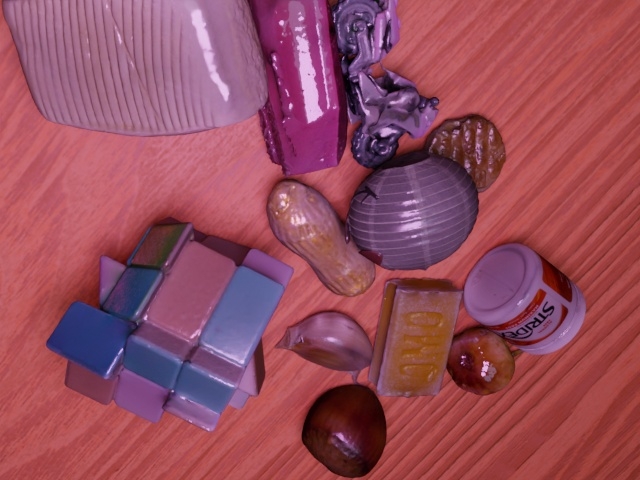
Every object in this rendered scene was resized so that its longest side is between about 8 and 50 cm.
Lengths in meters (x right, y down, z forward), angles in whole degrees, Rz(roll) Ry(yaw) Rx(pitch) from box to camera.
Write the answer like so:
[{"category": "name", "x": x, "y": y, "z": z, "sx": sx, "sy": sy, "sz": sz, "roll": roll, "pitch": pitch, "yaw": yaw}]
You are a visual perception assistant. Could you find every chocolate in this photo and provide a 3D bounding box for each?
[{"category": "chocolate", "x": 0.000, "y": 0.000, "z": 1.085, "sx": 0.134, "sy": 0.134, "sz": 0.309, "roll": -40, "pitch": 118, "yaw": 3}]

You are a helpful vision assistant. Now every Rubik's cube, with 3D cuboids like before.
[{"category": "Rubik's cube", "x": -0.245, "y": 0.144, "z": 0.961, "sx": 0.359, "sy": 0.368, "sz": 0.387, "roll": 26, "pitch": 103, "yaw": -3}]

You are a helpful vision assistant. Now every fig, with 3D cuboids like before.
[{"category": "fig", "x": 0.425, "y": 0.285, "z": 1.305, "sx": 0.257, "sy": 0.159, "sz": 0.159, "roll": 0, "pitch": 111, "yaw": -37}]

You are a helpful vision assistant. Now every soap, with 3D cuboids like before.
[{"category": "soap", "x": -0.049, "y": -0.280, "z": 0.923, "sx": 0.128, "sy": 0.220, "sz": 0.324, "roll": -20, "pitch": 113, "yaw": -16}, {"category": "soap", "x": 0.221, "y": 0.226, "z": 1.244, "sx": 0.174, "sy": 0.089, "sz": 0.273, "roll": 3, "pitch": 108, "yaw": -15}]

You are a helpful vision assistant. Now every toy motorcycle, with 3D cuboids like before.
[{"category": "toy motorcycle", "x": 0.123, "y": -0.296, "z": 0.989, "sx": 0.188, "sy": 0.143, "sz": 0.326, "roll": -21, "pitch": 124, "yaw": -9}]

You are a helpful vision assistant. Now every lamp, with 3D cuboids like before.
[{"category": "lamp", "x": 0.178, "y": -0.049, "z": 1.031, "sx": 0.265, "sy": 0.233, "sz": 0.233, "roll": -27, "pitch": 118, "yaw": -35}]

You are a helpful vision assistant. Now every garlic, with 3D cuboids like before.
[{"category": "garlic", "x": 0.055, "y": 0.251, "z": 1.213, "sx": 0.267, "sy": 0.148, "sz": 0.128, "roll": 38, "pitch": 61, "yaw": -19}]

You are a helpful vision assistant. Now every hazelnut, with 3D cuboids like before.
[{"category": "hazelnut", "x": 0.066, "y": 0.437, "z": 1.241, "sx": 0.208, "sy": 0.208, "sz": 0.208, "roll": -5, "pitch": 111, "yaw": -12}]

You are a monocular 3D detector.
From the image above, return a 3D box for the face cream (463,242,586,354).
[{"category": "face cream", "x": 0.456, "y": 0.131, "z": 1.204, "sx": 0.187, "sy": 0.201, "sz": 0.201, "roll": 33, "pitch": 99, "yaw": -23}]

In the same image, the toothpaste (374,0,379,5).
[{"category": "toothpaste", "x": 0.099, "y": -0.470, "z": 0.977, "sx": 0.037, "sy": 0.043, "sz": 0.178, "roll": 7, "pitch": 108, "yaw": -19}]

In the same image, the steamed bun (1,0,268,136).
[{"category": "steamed bun", "x": -0.261, "y": -0.302, "z": 0.832, "sx": 0.384, "sy": 0.236, "sz": 0.246, "roll": 4, "pitch": 124, "yaw": 20}]

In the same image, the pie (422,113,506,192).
[{"category": "pie", "x": 0.303, "y": -0.179, "z": 1.136, "sx": 0.195, "sy": 0.046, "sz": 0.195, "roll": -5, "pitch": 113, "yaw": -12}]
